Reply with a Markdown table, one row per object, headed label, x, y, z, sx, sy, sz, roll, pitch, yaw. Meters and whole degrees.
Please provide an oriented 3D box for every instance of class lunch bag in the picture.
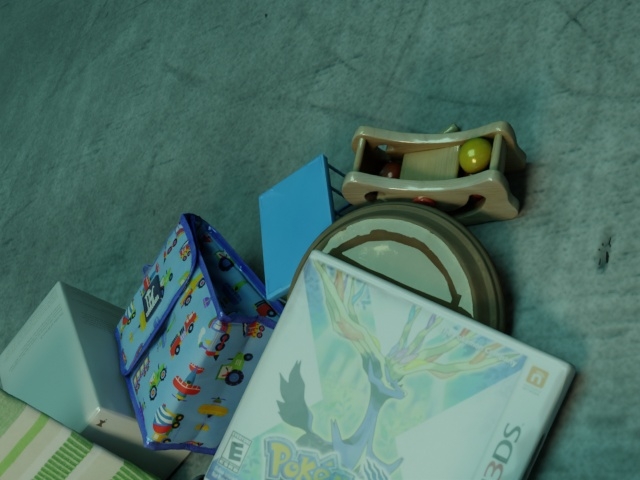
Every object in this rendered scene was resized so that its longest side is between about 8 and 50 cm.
| label | x | y | z | sx | sy | sz | roll | pitch | yaw |
| --- | --- | --- | --- | --- | --- | --- | --- | --- | --- |
| lunch bag | -0.180 | 0.115 | 1.453 | 0.221 | 0.138 | 0.293 | -60 | 39 | 18 |

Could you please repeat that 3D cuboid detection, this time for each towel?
| label | x | y | z | sx | sy | sz | roll | pitch | yaw |
| --- | --- | --- | --- | --- | --- | --- | --- | --- | --- |
| towel | -0.365 | 0.350 | 1.394 | 0.248 | 0.325 | 0.038 | -48 | 25 | 14 |

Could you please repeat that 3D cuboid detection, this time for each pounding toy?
| label | x | y | z | sx | sy | sz | roll | pitch | yaw |
| --- | --- | --- | --- | --- | --- | --- | --- | --- | --- |
| pounding toy | 0.123 | -0.109 | 1.284 | 0.269 | 0.154 | 0.155 | -9 | 61 | 44 |

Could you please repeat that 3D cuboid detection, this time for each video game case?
| label | x | y | z | sx | sy | sz | roll | pitch | yaw |
| --- | --- | --- | --- | --- | --- | --- | --- | --- | --- |
| video game case | 0.064 | 0.204 | 1.142 | 0.329 | 0.036 | 0.300 | 24 | 87 | 28 |

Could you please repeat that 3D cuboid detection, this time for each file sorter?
| label | x | y | z | sx | sy | sz | roll | pitch | yaw |
| --- | --- | --- | --- | --- | --- | --- | --- | --- | --- |
| file sorter | 0.000 | 0.000 | 1.388 | 0.118 | 0.104 | 0.170 | -32 | 47 | 29 |

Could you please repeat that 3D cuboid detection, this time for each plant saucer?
| label | x | y | z | sx | sy | sz | roll | pitch | yaw |
| --- | --- | --- | --- | --- | --- | --- | --- | --- | --- |
| plant saucer | 0.075 | 0.089 | 1.215 | 0.278 | 0.041 | 0.278 | -4 | 82 | 26 |

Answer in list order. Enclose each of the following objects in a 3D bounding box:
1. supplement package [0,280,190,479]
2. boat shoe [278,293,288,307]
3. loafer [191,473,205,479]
| label | x | y | z | sx | sy | sz | roll | pitch | yaw |
| --- | --- | --- | --- | --- | --- | --- | --- | --- | --- |
| supplement package | -0.335 | 0.234 | 1.546 | 0.175 | 0.177 | 0.293 | -49 | 39 | 13 |
| boat shoe | -0.092 | 0.101 | 1.471 | 0.135 | 0.045 | 0.050 | -37 | 45 | 27 |
| loafer | -0.129 | 0.439 | 1.274 | 0.095 | 0.109 | 0.302 | -1 | 71 | 26 |
